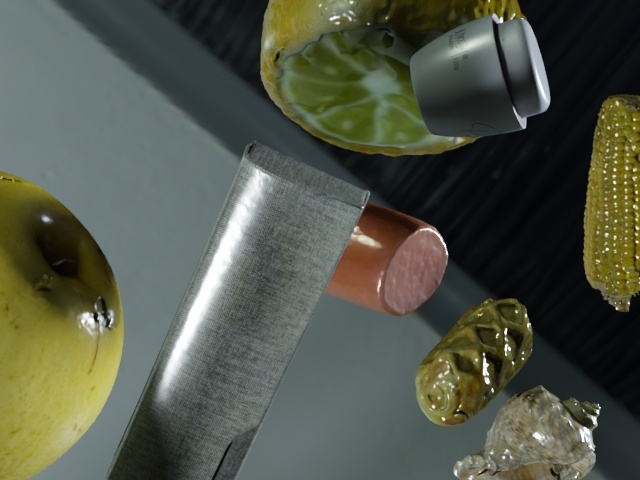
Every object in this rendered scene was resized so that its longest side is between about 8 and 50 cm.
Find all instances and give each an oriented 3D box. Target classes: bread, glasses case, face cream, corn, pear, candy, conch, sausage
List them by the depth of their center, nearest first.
[{"bbox_3d":[-0.048,0.053,0.788,0.070,0.205,0.047,24,18,-2],"label":"glasses case"},{"bbox_3d":[0.112,0.095,1.090,0.060,0.066,0.110,42,50,5],"label":"bread"},{"bbox_3d":[0.123,-0.124,1.120,0.091,0.095,0.091,-14,90,-75],"label":"face cream"},{"bbox_3d":[0.068,-0.177,1.376,0.259,0.260,0.118,19,61,-18],"label":"candy"},{"bbox_3d":[-0.364,0.091,1.480,0.348,0.348,0.348,16,50,-20],"label":"pear"},{"bbox_3d":[0.000,0.000,1.527,0.259,0.114,0.113,18,34,37],"label":"sausage"},{"bbox_3d":[0.365,-0.045,1.757,0.097,0.097,0.262,-3,96,-33],"label":"corn"},{"bbox_3d":[0.273,0.270,1.863,0.155,0.207,0.130,52,13,-16],"label":"conch"}]
